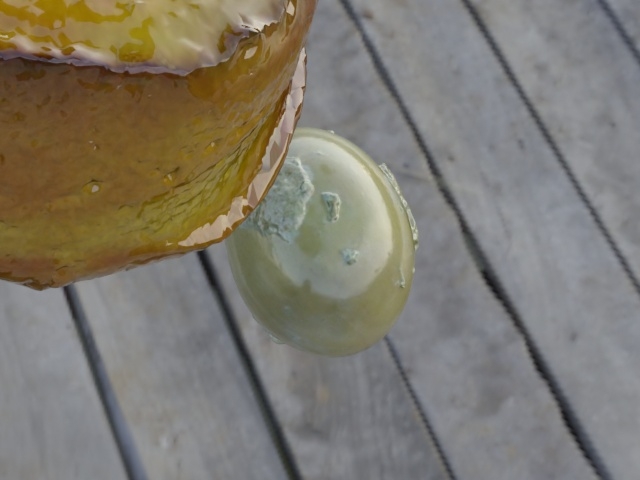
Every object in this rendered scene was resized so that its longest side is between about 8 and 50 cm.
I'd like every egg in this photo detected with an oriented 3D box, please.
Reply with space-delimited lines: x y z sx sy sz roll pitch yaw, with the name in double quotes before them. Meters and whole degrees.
"egg" -0.004 0.001 1.273 0.164 0.164 0.202 -13 75 -19

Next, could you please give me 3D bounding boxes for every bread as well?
"bread" -0.142 -0.130 0.710 0.312 0.172 0.312 10 58 -16
